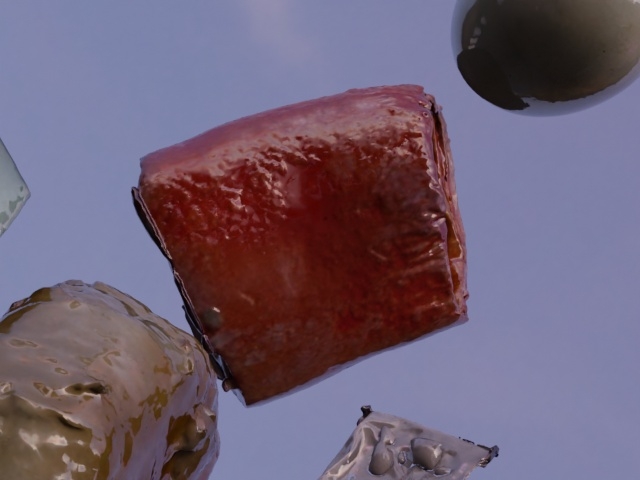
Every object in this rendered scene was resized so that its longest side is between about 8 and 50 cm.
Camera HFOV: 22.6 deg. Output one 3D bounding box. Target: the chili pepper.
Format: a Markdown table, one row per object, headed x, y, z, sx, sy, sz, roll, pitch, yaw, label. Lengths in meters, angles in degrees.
| x | y | z | sx | sy | sz | roll | pitch | yaw | label |
| --- | --- | --- | --- | --- | --- | --- | --- | --- | --- |
| 0.000 | 0.000 | 1.475 | 0.229 | 0.305 | 0.251 | 73 | -1 | -75 | chili pepper |

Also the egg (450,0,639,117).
| x | y | z | sx | sy | sz | roll | pitch | yaw | label |
| --- | --- | --- | --- | --- | --- | --- | --- | --- | --- |
| 0.183 | -0.173 | 1.263 | 0.151 | 0.151 | 0.209 | 61 | -27 | -6 | egg |

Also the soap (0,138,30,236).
| x | y | z | sx | sy | sz | roll | pitch | yaw | label |
| --- | --- | --- | --- | --- | --- | --- | --- | --- | --- |
| -0.267 | -0.061 | 0.802 | 0.230 | 0.145 | 0.091 | 42 | -42 | -18 | soap |

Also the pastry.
| x | y | z | sx | sy | sz | roll | pitch | yaw | label |
| --- | --- | --- | --- | --- | --- | --- | --- | --- | --- |
| -0.125 | 0.142 | 0.798 | 0.120 | 0.257 | 0.236 | 20 | -83 | 16 | pastry |

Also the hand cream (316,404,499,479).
| x | y | z | sx | sy | sz | roll | pitch | yaw | label |
| --- | --- | --- | --- | --- | --- | --- | --- | --- | --- |
| -0.035 | 0.150 | 0.702 | 0.084 | 0.257 | 0.050 | 13 | -57 | 48 | hand cream |
